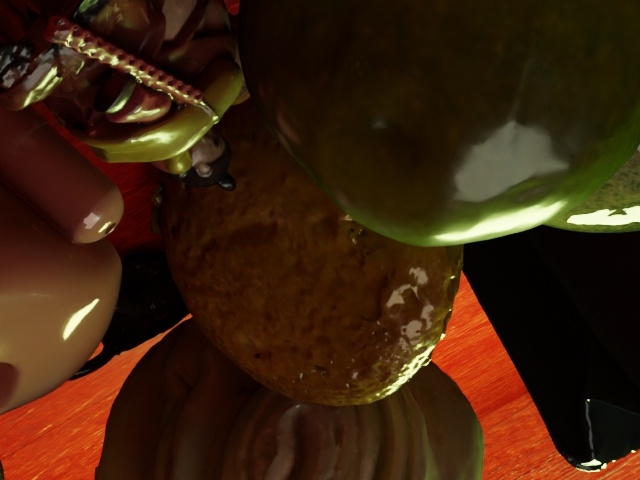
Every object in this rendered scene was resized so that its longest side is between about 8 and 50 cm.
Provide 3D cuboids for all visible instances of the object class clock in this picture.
[{"bbox_3d":[-0.238,0.062,0.674,0.241,0.142,0.227,-42,171,-38],"label":"clock"}]

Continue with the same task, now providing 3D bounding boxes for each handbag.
[{"bbox_3d":[0.259,0.019,1.070,0.303,0.329,0.122,-15,158,-46],"label":"handbag"}]

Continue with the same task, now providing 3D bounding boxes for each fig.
[{"bbox_3d":[0.099,-0.152,0.569,0.314,0.233,0.233,-49,154,19],"label":"fig"}]

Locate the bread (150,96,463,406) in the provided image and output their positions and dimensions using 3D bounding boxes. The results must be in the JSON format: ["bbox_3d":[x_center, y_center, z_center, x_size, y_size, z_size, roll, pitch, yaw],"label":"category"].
[{"bbox_3d":[0.000,0.002,0.823,0.139,0.240,0.240,-22,162,-49],"label":"bread"}]

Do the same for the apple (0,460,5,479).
[{"bbox_3d":[-0.355,0.202,0.925,0.188,0.174,0.207,-47,115,-1],"label":"apple"}]

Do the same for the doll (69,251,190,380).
[{"bbox_3d":[-0.151,0.053,1.005,0.165,0.057,0.139,-20,159,-47],"label":"doll"}]

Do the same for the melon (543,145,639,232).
[{"bbox_3d":[0.232,-0.133,0.774,0.329,0.249,0.248,-23,160,2],"label":"melon"}]

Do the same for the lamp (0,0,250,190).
[{"bbox_3d":[-0.089,-0.093,0.629,0.118,0.118,0.253,-35,155,18],"label":"lamp"}]

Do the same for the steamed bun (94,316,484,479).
[{"bbox_3d":[-0.043,0.171,0.969,0.310,0.324,0.219,-49,146,-20],"label":"steamed bun"}]
